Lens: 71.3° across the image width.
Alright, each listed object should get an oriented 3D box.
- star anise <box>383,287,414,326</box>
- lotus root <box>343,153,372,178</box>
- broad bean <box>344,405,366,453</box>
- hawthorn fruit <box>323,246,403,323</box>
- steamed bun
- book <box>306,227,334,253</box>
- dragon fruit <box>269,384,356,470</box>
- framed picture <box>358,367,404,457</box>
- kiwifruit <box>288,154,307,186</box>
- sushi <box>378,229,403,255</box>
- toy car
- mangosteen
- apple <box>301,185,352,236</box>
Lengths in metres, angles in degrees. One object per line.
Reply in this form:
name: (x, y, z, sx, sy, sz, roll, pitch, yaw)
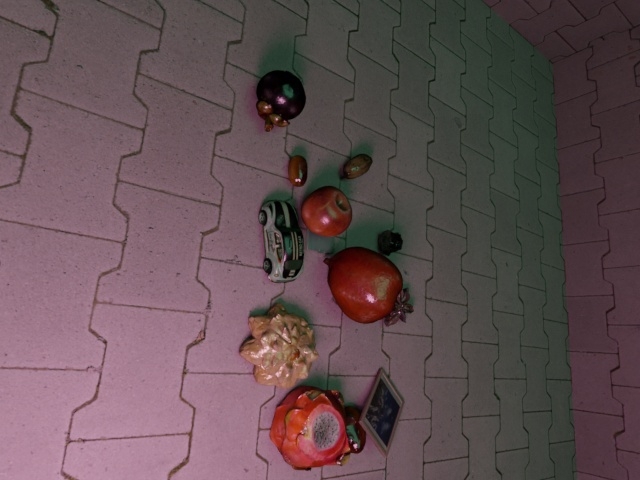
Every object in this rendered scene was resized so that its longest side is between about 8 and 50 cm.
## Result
star anise: (0.328, 0.268, 1.943, 0.212, 0.073, 0.196, -1, 86, -42)
lotus root: (0.158, -0.320, 1.909, 0.179, 0.089, 0.080, -32, 65, -35)
broad bean: (0.117, 0.712, 1.686, 0.114, 0.084, 0.165, -5, 79, -57)
hawthorn fruit: (0.172, 0.165, 1.705, 0.295, 0.295, 0.311, -49, 115, -34)
steamed bun: (-0.128, 0.361, 1.525, 0.292, 0.137, 0.295, 10, 78, -34)
book: (0.000, 0.000, 1.766, 0.135, 0.017, 0.103, 11, 73, -37)
dragon fruit: (-0.016, 0.639, 1.525, 0.291, 0.189, 0.290, 8, 77, -38)
framed picture: (0.250, 0.686, 1.793, 0.209, 0.019, 0.281, 56, 37, -16)
kiwifruit: (-0.087, -0.267, 1.711, 0.075, 0.075, 0.124, 4, 84, -38)
sushi: (0.304, 0.008, 1.971, 0.084, 0.098, 0.094, 13, 55, -40)
toy car: (-0.127, -0.002, 1.598, 0.136, 0.125, 0.305, -1, 84, -38)
mangosteen: (-0.155, -0.508, 1.646, 0.194, 0.194, 0.230, 23, 98, -34)
apple: (0.021, -0.108, 1.712, 0.201, 0.162, 0.201, 33, 42, -36)
